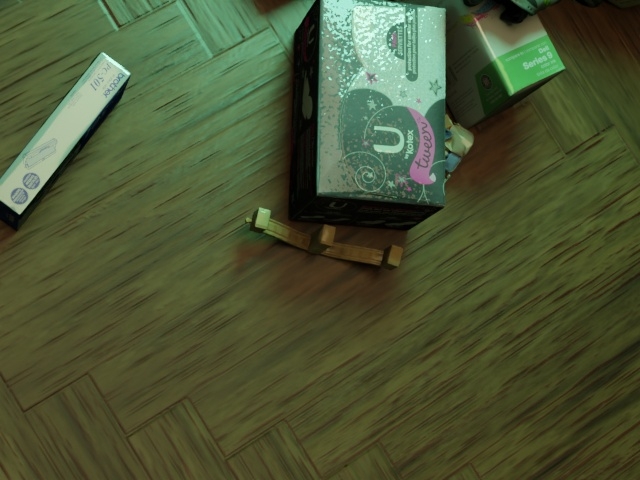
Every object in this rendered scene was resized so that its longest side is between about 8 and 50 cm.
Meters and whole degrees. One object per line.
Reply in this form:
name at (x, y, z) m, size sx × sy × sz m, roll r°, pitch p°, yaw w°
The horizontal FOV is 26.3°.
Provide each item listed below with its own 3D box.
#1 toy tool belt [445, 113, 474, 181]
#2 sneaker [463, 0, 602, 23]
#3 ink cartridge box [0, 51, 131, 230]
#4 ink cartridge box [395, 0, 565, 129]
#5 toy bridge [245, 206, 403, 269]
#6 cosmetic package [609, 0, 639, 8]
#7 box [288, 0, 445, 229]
toy tool belt at (0.150, -0.111, 1.701) m, size 0.051 × 0.052 × 0.083 m, roll 34°, pitch 101°, yaw -4°
sneaker at (0.243, -0.290, 1.598) m, size 0.188 × 0.067 × 0.078 m, roll 2°, pitch 97°, yaw -23°
ink cartridge box at (-0.297, -0.112, 1.559) m, size 0.046 × 0.097 × 0.207 m, roll 36°, pitch 73°, yaw -6°
ink cartridge box at (0.187, -0.263, 1.683) m, size 0.093 × 0.154 × 0.212 m, roll -28°, pitch 87°, yaw -20°
toy bridge at (0.000, 0.000, 1.632) m, size 0.188 × 0.063 × 0.026 m, roll 16°, pitch 76°, yaw -13°
cosmetic package at (0.329, -0.417, 1.707) m, size 0.309 × 0.160 × 0.113 m, roll 23°, pitch 75°, yaw -26°
box at (0.058, -0.150, 1.635) m, size 0.163 × 0.142 × 0.247 m, roll 4°, pitch 79°, yaw -13°
